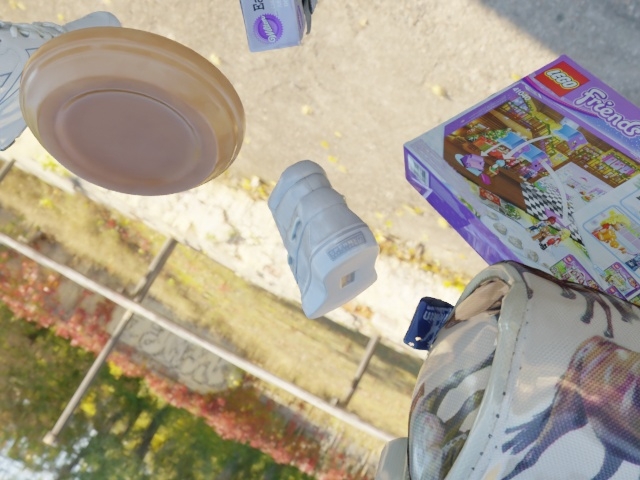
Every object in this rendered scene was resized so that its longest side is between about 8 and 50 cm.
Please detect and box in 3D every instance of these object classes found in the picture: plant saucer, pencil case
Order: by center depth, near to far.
[{"bbox_3d":[0.246,0.149,0.479,0.410,0.160,0.183,20,146,-9],"label":"pencil case"},{"bbox_3d":[-0.167,-0.100,0.693,0.200,0.037,0.200,2,145,1],"label":"plant saucer"}]

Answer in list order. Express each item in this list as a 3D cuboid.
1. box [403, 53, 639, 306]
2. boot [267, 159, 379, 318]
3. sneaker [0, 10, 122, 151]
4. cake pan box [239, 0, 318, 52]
[{"bbox_3d":[0.240,-0.031,0.699,0.293,0.201,0.057,52,165,34],"label":"box"},{"bbox_3d":[0.000,0.000,0.871,0.123,0.095,0.258,60,166,15],"label":"boot"},{"bbox_3d":[-0.346,-0.206,0.916,0.111,0.297,0.129,20,138,28],"label":"sneaker"},{"bbox_3d":[-0.062,-0.373,0.927,0.070,0.246,0.267,-5,116,10],"label":"cake pan box"}]
